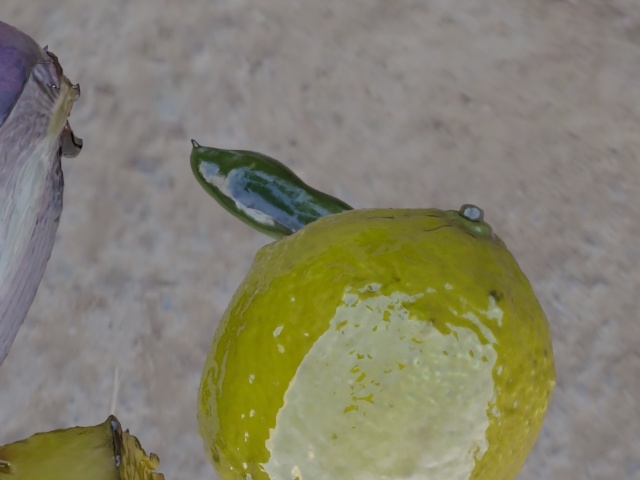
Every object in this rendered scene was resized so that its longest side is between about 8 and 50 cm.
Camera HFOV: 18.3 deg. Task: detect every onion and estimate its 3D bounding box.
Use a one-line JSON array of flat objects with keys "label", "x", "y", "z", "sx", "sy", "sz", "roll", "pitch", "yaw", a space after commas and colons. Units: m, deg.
[{"label": "onion", "x": -0.259, "y": 0.034, "z": 1.078, "sx": 0.159, "sy": 0.267, "sz": 0.349, "roll": 17, "pitch": 63, "yaw": 5}]

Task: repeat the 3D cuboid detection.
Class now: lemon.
[{"label": "lemon", "x": 0.031, "y": 0.080, "z": 1.122, "sx": 0.192, "sy": 0.192, "sz": 0.231, "roll": 27, "pitch": 97, "yaw": -9}]

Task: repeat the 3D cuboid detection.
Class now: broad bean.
[{"label": "broad bean", "x": 0.002, "y": -0.003, "z": 1.498, "sx": 0.254, "sy": 0.046, "sz": 0.065, "roll": 38, "pitch": 123, "yaw": 8}]

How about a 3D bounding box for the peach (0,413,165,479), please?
[{"label": "peach", "x": -0.097, "y": 0.107, "z": 0.572, "sx": 0.151, "sy": 0.151, "sz": 0.118, "roll": -5, "pitch": 122, "yaw": -2}]
